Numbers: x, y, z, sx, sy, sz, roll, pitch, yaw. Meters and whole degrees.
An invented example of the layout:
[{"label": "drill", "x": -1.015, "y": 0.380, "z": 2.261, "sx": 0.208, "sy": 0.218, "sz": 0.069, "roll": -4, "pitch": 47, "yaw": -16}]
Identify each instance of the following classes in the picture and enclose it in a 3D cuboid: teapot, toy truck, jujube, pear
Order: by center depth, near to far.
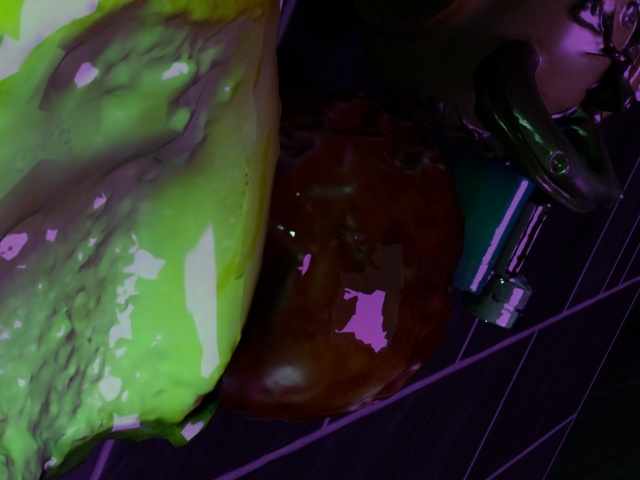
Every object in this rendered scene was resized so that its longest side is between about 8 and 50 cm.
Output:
[{"label": "pear", "x": -0.098, "y": -0.057, "z": 0.452, "sx": 0.292, "sy": 0.159, "sz": 0.292, "roll": -49, "pitch": 154, "yaw": -33}, {"label": "jujube", "x": 0.000, "y": 0.000, "z": 0.760, "sx": 0.236, "sy": 0.168, "sz": 0.168, "roll": -35, "pitch": 149, "yaw": -65}, {"label": "teapot", "x": 0.122, "y": -0.117, "z": 0.814, "sx": 0.173, "sy": 0.269, "sz": 0.183, "roll": -36, "pitch": 134, "yaw": 28}, {"label": "toy truck", "x": 0.099, "y": -0.026, "z": 0.966, "sx": 0.253, "sy": 0.124, "sz": 0.114, "roll": -74, "pitch": -171, "yaw": -81}]
